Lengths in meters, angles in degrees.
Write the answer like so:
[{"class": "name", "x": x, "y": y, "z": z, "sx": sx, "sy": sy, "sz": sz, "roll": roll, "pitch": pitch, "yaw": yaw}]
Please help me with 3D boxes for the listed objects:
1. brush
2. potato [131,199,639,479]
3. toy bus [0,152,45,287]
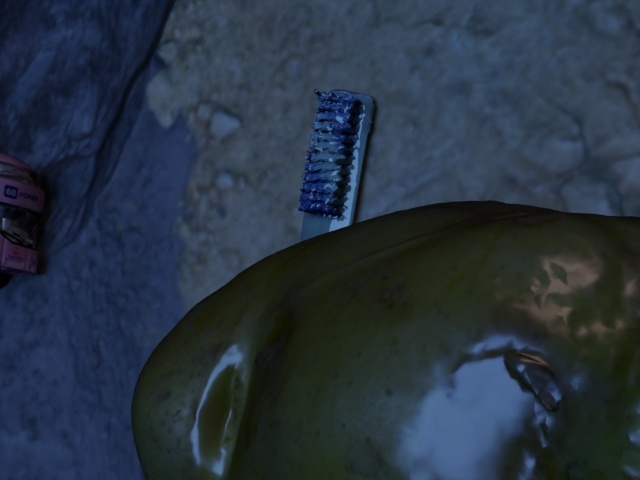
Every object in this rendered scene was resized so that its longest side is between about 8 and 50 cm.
[{"class": "brush", "x": 0.000, "y": 0.000, "z": 0.706, "sx": 0.033, "sy": 0.030, "sz": 0.179, "roll": 7, "pitch": 83, "yaw": 21}, {"class": "potato", "x": 0.052, "y": 0.081, "z": 0.557, "sx": 0.351, "sy": 0.202, "sz": 0.218, "roll": 8, "pitch": 63, "yaw": 48}, {"class": "toy bus", "x": -0.276, "y": -0.013, "z": 0.849, "sx": 0.203, "sy": 0.063, "sz": 0.090, "roll": 1, "pitch": 80, "yaw": 31}]
